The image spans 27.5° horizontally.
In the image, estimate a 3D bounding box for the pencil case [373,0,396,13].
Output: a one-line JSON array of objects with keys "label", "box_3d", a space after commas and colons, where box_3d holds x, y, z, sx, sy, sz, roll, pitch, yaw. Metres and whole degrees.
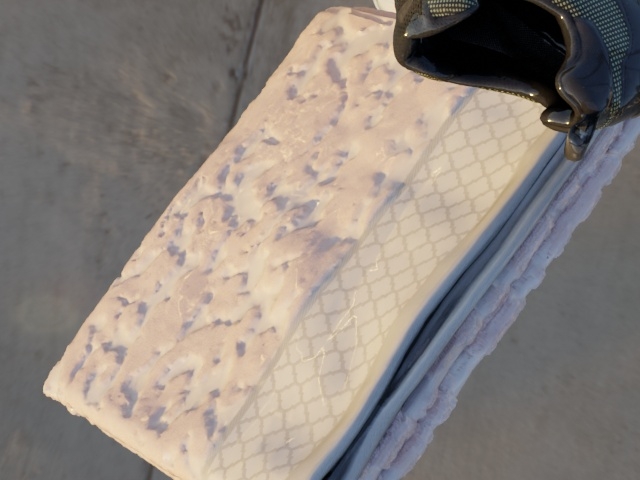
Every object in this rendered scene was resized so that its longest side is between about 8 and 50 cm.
[{"label": "pencil case", "box_3d": [0.171, -0.329, 1.400, 0.124, 0.113, 0.273, 37, 88, -28]}]

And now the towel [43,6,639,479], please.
[{"label": "towel", "box_3d": [0.000, 0.000, 0.774, 0.053, 0.317, 0.332, 45, 75, -32]}]

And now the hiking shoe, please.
[{"label": "hiking shoe", "box_3d": [0.064, -0.129, 0.584, 0.114, 0.086, 0.227, -31, 60, -33]}]
